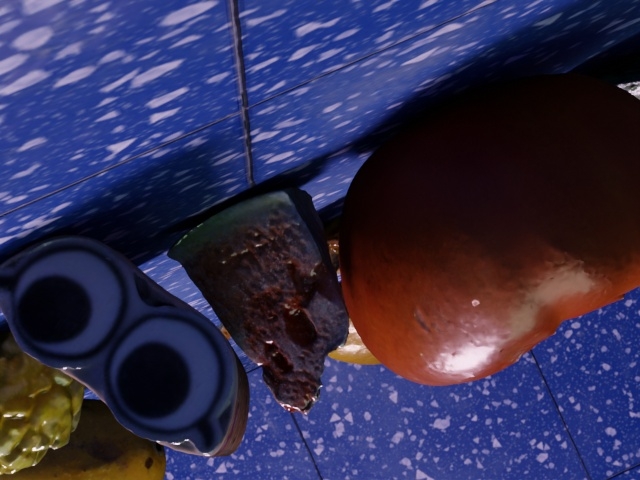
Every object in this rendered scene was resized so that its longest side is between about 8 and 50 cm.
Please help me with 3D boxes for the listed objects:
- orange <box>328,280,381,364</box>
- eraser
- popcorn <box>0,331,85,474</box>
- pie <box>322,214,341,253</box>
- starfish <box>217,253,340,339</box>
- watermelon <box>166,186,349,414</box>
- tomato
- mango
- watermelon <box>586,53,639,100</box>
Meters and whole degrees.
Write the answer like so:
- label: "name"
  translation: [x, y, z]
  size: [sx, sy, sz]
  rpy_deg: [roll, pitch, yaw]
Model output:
- label: "orange"
  translation: [0.060, 0.068, 1.655]
  size: [0.160, 0.112, 0.170]
  rpy_deg: [-39, -172, 36]
- label: "eraser"
  translation: [-0.118, 0.076, 1.078]
  size: [0.087, 0.171, 0.290]
  rpy_deg: [-52, 176, -6]
- label: "popcorn"
  translation: [-0.243, 0.120, 1.245]
  size: [0.106, 0.116, 0.120]
  rpy_deg: [15, -107, 52]
- label: "pie"
  translation: [-0.002, 0.001, 1.433]
  size: [0.088, 0.033, 0.191]
  rpy_deg: [-16, 179, -6]
- label: "starfish"
  translation: [-0.038, 0.052, 1.676]
  size: [0.231, 0.048, 0.295]
  rpy_deg: [-37, 176, 6]
- label: "watermelon"
  translation: [-0.035, 0.028, 1.130]
  size: [0.098, 0.158, 0.121]
  rpy_deg: [-27, 146, 24]
- label: "tomato"
  translation: [0.129, -0.013, 1.126]
  size: [0.260, 0.180, 0.260]
  rpy_deg: [-24, 177, -1]
- label: "mango"
  translation: [-0.347, 0.272, 1.903]
  size: [0.329, 0.175, 0.176]
  rpy_deg: [-1, 134, -19]
- label: "watermelon"
  translation: [0.272, -0.084, 1.279]
  size: [0.207, 0.202, 0.136]
  rpy_deg: [-31, -149, 61]
